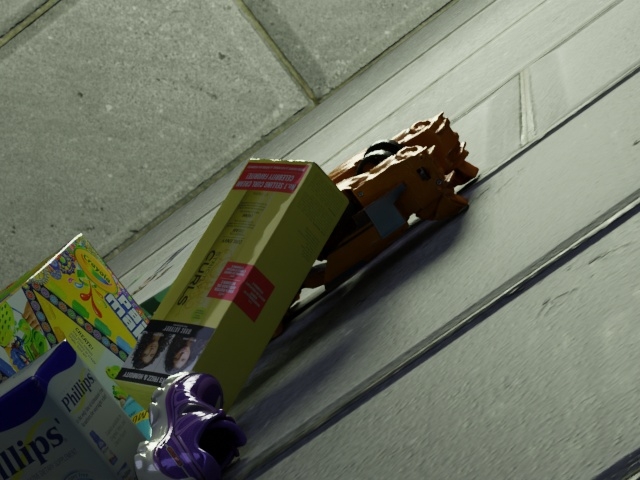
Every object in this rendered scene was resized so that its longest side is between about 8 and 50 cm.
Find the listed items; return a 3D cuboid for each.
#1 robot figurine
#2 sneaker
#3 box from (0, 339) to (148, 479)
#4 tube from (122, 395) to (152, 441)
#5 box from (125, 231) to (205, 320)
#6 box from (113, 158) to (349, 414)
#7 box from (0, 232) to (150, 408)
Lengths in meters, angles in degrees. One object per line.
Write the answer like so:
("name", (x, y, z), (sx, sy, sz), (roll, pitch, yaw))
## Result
("robot figurine", (0.000, 0.000, 1.699), (0.291, 0.085, 0.211), (-34, 8, 18))
("sneaker", (-0.084, 0.145, 1.383), (0.071, 0.068, 0.170), (-21, 20, 11))
("box", (-0.206, 0.169, 1.437), (0.126, 0.137, 0.072), (-34, 9, 25))
("tube", (-0.149, 0.150, 1.656), (0.080, 0.052, 0.207), (-44, 10, 26))
("box", (-0.161, 0.054, 2.224), (0.322, 0.058, 0.232), (-33, 9, 38))
("box", (-0.071, 0.040, 1.557), (0.087, 0.058, 0.232), (6, 56, 46))
("box", (-0.322, 0.179, 1.770), (0.290, 0.177, 0.279), (-34, 7, 25))
